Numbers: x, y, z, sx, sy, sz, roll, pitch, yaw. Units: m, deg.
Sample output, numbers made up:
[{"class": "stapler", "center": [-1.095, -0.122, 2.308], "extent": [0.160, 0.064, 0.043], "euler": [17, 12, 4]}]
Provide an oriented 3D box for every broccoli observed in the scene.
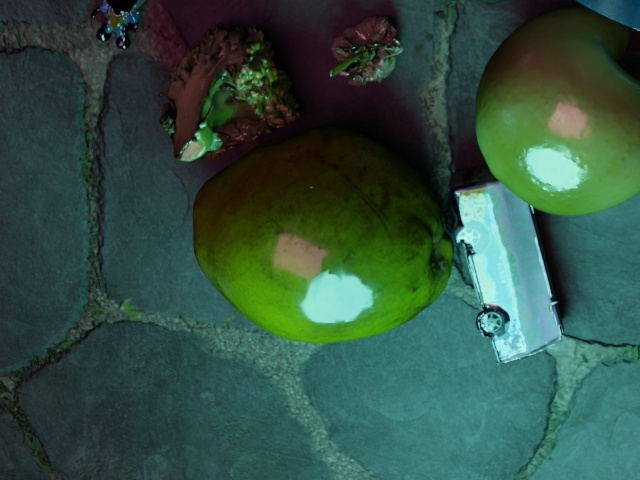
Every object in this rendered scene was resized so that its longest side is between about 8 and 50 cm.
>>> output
[{"class": "broccoli", "center": [-0.139, -0.201, 1.699], "extent": [0.180, 0.273, 0.242], "euler": [32, 131, -34]}]

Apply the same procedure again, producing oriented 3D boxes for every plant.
[{"class": "plant", "center": [0.060, -0.289, 1.630], "extent": [0.104, 0.122, 0.116], "euler": [50, 130, 8]}]

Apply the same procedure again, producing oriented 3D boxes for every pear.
[{"class": "pear", "center": [0.000, 0.000, 1.675], "extent": [0.414, 0.352, 0.351], "euler": [4, 115, 11]}]

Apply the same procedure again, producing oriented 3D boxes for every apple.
[{"class": "apple", "center": [0.355, -0.177, 1.476], "extent": [0.292, 0.292, 0.254], "euler": [44, 127, -2]}]

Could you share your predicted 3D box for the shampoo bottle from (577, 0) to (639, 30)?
[{"class": "shampoo bottle", "center": [0.489, -0.429, 1.251], "extent": [0.331, 0.331, 0.342], "euler": [22, 120, 12]}]

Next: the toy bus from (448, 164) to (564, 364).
[{"class": "toy bus", "center": [0.298, 0.036, 1.691], "extent": [0.138, 0.112, 0.316], "euler": [-13, 109, 17]}]

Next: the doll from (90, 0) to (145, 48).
[{"class": "doll", "center": [-0.329, -0.413, 1.764], "extent": [0.096, 0.070, 0.195], "euler": [19, 128, -4]}]

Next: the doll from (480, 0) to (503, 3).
[{"class": "doll", "center": [0.250, -0.493, 1.337], "extent": [0.252, 0.382, 0.378], "euler": [-31, 115, 2]}]
